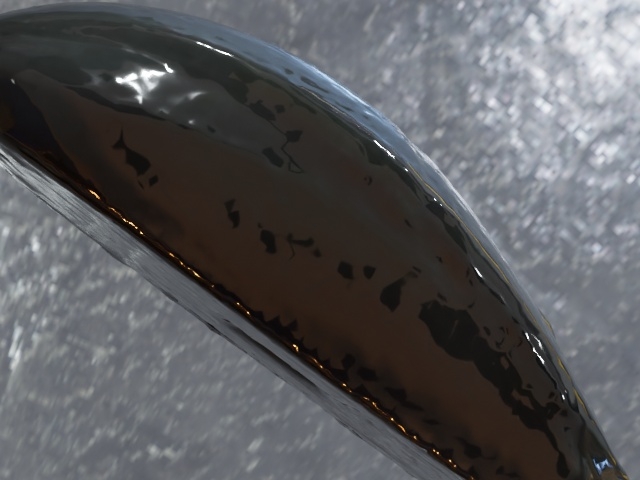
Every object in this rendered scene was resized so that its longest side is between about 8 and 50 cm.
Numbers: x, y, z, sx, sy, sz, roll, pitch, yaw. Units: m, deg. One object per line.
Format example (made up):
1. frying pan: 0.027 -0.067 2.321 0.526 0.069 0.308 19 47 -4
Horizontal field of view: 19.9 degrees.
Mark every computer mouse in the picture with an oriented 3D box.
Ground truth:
1. computer mouse: 0.000 0.000 0.588 0.270 0.137 0.086 38 83 -1
